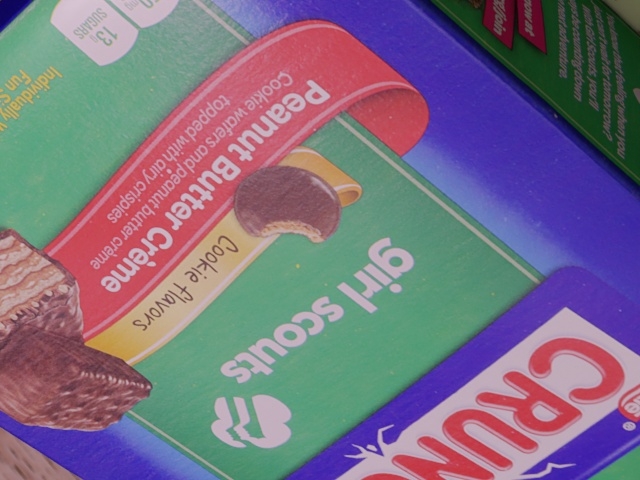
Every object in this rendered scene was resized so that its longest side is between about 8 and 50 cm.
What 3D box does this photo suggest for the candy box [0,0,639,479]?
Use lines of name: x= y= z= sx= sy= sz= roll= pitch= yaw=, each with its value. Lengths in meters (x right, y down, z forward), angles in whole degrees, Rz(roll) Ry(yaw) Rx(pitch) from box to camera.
candy box: x=0.000 y=0.000 z=0.679 sx=0.317 sy=0.122 sz=0.268 roll=36 pitch=127 yaw=-24

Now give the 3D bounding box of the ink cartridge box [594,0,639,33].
ink cartridge box: x=0.126 y=-0.193 z=0.621 sx=0.154 sy=0.093 sz=0.212 roll=-17 pitch=129 yaw=23
